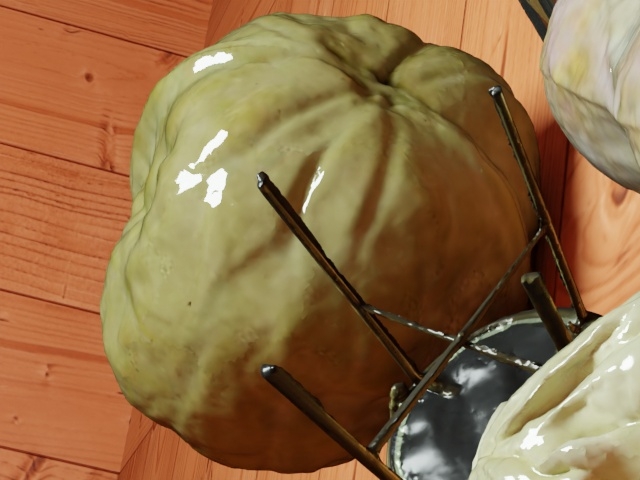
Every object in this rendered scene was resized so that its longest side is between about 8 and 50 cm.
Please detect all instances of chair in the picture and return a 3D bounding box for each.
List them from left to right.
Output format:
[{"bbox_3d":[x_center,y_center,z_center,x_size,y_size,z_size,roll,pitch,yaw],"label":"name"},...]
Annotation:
[{"bbox_3d":[0.088,0.095,0.912,0.159,0.170,0.325,-94,-22,-47],"label":"chair"}]

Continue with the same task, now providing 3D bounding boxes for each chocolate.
[{"bbox_3d":[0.167,-0.062,0.716,0.309,0.134,0.134,-128,53,-74],"label":"chocolate"}]

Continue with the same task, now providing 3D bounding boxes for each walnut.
[{"bbox_3d":[0.001,-0.002,1.127,0.277,0.253,0.282,119,160,-48],"label":"walnut"}]

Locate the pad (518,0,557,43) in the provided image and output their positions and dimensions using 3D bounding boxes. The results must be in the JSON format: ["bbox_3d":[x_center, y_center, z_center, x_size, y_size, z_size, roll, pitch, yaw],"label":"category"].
[{"bbox_3d":[0.130,-0.140,1.044,0.003,0.143,0.211,-32,17,2],"label":"pad"}]

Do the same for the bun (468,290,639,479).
[{"bbox_3d":[0.124,0.122,0.636,0.229,0.145,0.229,-170,90,-83],"label":"bun"}]
